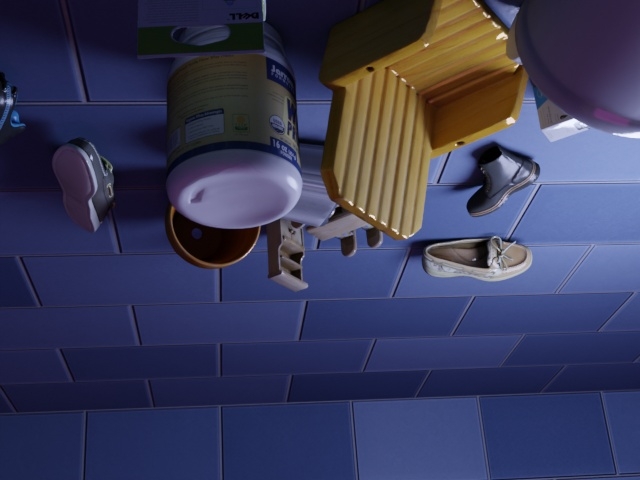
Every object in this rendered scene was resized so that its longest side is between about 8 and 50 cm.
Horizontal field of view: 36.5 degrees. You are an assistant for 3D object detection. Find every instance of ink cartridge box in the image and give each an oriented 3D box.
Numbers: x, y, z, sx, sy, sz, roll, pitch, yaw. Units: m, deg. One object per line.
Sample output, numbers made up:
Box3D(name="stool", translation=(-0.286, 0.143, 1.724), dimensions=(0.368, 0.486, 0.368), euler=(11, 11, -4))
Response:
Box3D(name="ink cartridge box", translation=(0.510, -0.273, 1.868), dimensions=(0.180, 0.104, 0.060), euler=(-19, 149, 27))
Box3D(name="ink cartridge box", translation=(-0.175, -0.351, 1.435), dimensions=(0.188, 0.255, 0.097), euler=(-3, 154, -2))

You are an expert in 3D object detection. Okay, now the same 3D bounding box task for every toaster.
Box3D(name="toaster", translation=(-0.032, -0.124, 2.063), dimensions=(0.146, 0.129, 0.227), euler=(7, 151, -17))

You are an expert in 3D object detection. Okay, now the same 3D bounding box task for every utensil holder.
Box3D(name="utensil holder", translation=(0.505, -0.390, 1.397), dimensions=(0.327, 0.328, 0.385), euler=(2, 150, -12))

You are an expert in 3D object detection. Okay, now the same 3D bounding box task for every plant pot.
Box3D(name="plant pot", translation=(-0.259, -0.029, 2.170), dimensions=(0.205, 0.205, 0.188), euler=(6, 168, -21))

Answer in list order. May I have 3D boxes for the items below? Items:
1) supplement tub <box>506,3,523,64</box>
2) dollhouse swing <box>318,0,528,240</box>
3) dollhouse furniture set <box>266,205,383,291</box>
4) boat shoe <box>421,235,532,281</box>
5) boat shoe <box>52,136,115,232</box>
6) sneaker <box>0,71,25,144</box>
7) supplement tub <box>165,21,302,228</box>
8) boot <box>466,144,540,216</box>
Box3D(name="supplement tub", translation=(0.436, -0.333, 1.667), dimensions=(0.199, 0.144, 0.144), euler=(18, 148, -15))
Box3D(name="dollhouse swing", translation=(0.195, -0.212, 1.721), dimensions=(0.315, 0.305, 0.346), euler=(-20, 149, 30))
Box3D(name="dollhouse furniture set", translation=(0.000, 0.000, 2.279), dimensions=(0.242, 0.161, 0.212), euler=(-20, 150, 29))
Box3D(name="boat shoe", translation=(0.404, 0.045, 2.496), dimensions=(0.285, 0.105, 0.089), euler=(-5, 157, 3))
Box3D(name="boat shoe", translation=(-0.486, -0.129, 2.028), dimensions=(0.109, 0.091, 0.305), euler=(33, 152, 9))
Box3D(name="sneaker", translation=(-0.618, -0.282, 1.709), dimensions=(0.139, 0.125, 0.341), euler=(-26, 157, -19))
Box3D(name="supplement tub", translation=(-0.151, -0.204, 1.666), dimensions=(0.228, 0.316, 0.228), euler=(-3, 154, -2))
Box3D(name="boot", translation=(0.372, -0.139, 2.170), dimensions=(0.137, 0.077, 0.198), euler=(23, 130, -36))
